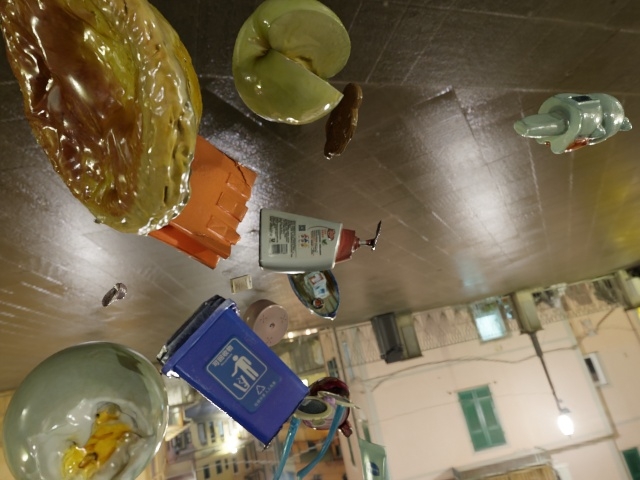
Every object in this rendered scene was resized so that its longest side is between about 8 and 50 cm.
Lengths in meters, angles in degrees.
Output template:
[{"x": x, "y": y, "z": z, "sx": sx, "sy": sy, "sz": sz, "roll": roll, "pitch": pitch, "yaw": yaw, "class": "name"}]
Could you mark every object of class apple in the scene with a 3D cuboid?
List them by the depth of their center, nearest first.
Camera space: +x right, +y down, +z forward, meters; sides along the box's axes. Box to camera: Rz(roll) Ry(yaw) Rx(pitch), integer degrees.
[{"x": -0.063, "y": -0.423, "z": 1.042, "sx": 0.291, "sy": 0.292, "sz": 0.254, "roll": -24, "pitch": 162, "yaw": 31, "class": "apple"}]

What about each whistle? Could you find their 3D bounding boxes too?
[{"x": 0.460, "y": -0.216, "z": 0.790, "sx": 0.253, "sy": 0.106, "sz": 0.101, "roll": -12, "pitch": -166, "yaw": -22, "class": "whistle"}]

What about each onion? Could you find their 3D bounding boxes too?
[{"x": 0.040, "y": 0.567, "z": 1.471, "sx": 0.195, "sy": 0.218, "sz": 0.140, "roll": -42, "pitch": -171, "yaw": 12, "class": "onion"}]

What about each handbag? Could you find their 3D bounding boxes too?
[{"x": -0.375, "y": -0.137, "z": 1.377, "sx": 0.303, "sy": 0.410, "sz": 0.116, "roll": 34, "pitch": 131, "yaw": -24, "class": "handbag"}]

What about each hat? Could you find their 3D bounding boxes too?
[{"x": -0.631, "y": 0.173, "z": 1.338, "sx": 0.058, "sy": 0.087, "sz": 0.042, "roll": -3, "pitch": 141, "yaw": 40, "class": "hat"}]

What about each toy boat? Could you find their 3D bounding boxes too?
[{"x": -0.027, "y": 0.095, "z": 1.160, "sx": 0.114, "sy": 0.262, "sz": 0.115, "roll": -25, "pitch": 137, "yaw": -13, "class": "toy boat"}]

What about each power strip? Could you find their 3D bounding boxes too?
[{"x": -0.185, "y": 0.280, "z": 1.485, "sx": 0.154, "sy": 0.154, "sz": 0.078, "roll": 6, "pitch": -175, "yaw": -43, "class": "power strip"}]

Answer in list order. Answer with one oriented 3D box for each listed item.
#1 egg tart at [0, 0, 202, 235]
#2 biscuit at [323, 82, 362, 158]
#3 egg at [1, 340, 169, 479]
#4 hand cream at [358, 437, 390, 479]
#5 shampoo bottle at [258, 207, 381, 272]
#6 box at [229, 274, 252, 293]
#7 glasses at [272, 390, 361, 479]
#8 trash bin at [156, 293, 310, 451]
[{"x": -0.321, "y": -0.225, "z": 0.682, "sx": 0.178, "sy": 0.443, "sz": 0.443, "roll": -35, "pitch": -179, "yaw": -43, "class": "egg tart"}, {"x": 0.081, "y": -0.422, "z": 1.568, "sx": 0.041, "sy": 0.209, "sz": 0.290, "roll": 8, "pitch": 130, "yaw": -23, "class": "biscuit"}, {"x": -0.448, "y": 0.335, "z": 0.847, "sx": 0.278, "sy": 0.279, "sz": 0.336, "roll": -2, "pitch": -174, "yaw": -29, "class": "egg"}, {"x": 0.160, "y": 0.697, "z": 1.149, "sx": 0.067, "sy": 0.321, "sz": 0.109, "roll": -3, "pitch": 173, "yaw": -36, "class": "hand cream"}, {"x": 0.000, "y": 0.000, "z": 1.001, "sx": 0.284, "sy": 0.153, "sz": 0.071, "roll": 1, "pitch": 161, "yaw": 0, "class": "shampoo bottle"}, {"x": -0.290, "y": 0.158, "z": 1.588, "sx": 0.024, "sy": 0.053, "sz": 0.083, "roll": 0, "pitch": -172, "yaw": 40, "class": "box"}, {"x": -0.040, "y": 0.395, "z": 0.875, "sx": 0.221, "sy": 0.088, "sz": 0.189, "roll": -55, "pitch": 150, "yaw": 11, "class": "glasses"}, {"x": -0.141, "y": 0.227, "z": 0.752, "sx": 0.162, "sy": 0.234, "sz": 0.184, "roll": -49, "pitch": 172, "yaw": -17, "class": "trash bin"}]
